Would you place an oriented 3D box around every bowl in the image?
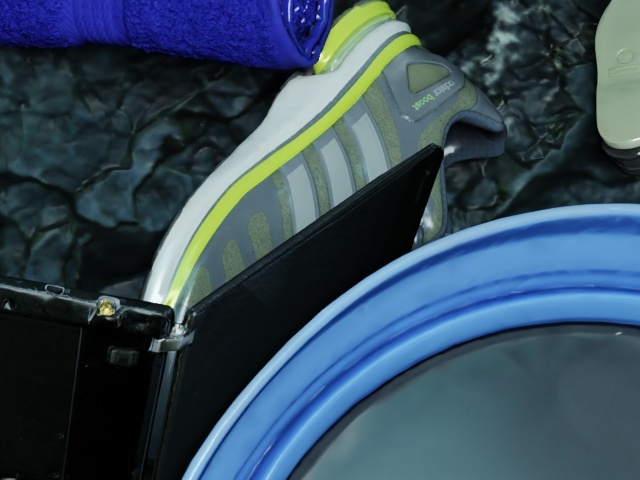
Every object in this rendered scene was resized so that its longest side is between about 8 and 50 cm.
[{"bbox_3d":[0.123,0.180,0.491,0.391,0.077,0.391,2,69,-5],"label":"bowl"}]

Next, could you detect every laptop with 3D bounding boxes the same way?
[{"bbox_3d":[-0.103,0.060,0.545,0.264,0.234,0.137,11,42,-6],"label":"laptop"}]

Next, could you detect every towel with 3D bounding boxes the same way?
[{"bbox_3d":[-0.120,-0.219,0.732,0.308,0.076,0.228,8,79,27],"label":"towel"}]

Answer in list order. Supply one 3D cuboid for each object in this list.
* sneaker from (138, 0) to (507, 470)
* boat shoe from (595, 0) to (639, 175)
[{"bbox_3d":[0.000,0.000,0.689,0.121,0.111,0.300,30,67,9],"label":"sneaker"},{"bbox_3d":[0.193,-0.101,0.784,0.048,0.042,0.133,-1,59,26],"label":"boat shoe"}]
